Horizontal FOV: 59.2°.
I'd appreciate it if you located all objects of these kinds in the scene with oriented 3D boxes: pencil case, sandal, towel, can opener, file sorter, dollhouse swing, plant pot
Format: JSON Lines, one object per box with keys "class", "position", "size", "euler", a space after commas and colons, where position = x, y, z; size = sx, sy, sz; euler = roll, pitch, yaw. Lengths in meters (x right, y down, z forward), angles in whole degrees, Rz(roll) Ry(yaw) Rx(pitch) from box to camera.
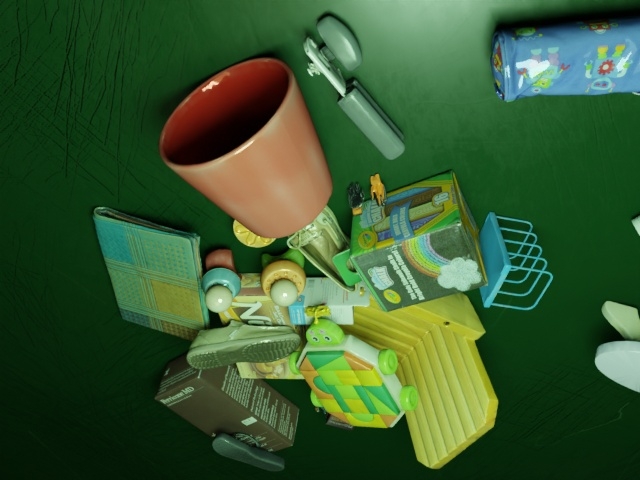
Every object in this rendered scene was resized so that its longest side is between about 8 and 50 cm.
{"class": "pencil case", "position": [0.435, -0.292, 0.916], "size": [0.307, 0.119, 0.133], "euler": [-2, 131, 9]}
{"class": "sandal", "position": [-0.207, 0.595, 1.607], "size": [0.097, 0.054, 0.254], "euler": [-24, 133, 33]}
{"class": "towel", "position": [-0.398, 0.095, 1.364], "size": [0.272, 0.040, 0.369], "euler": [15, 133, 14]}
{"class": "can opener", "position": [0.070, -0.265, 1.014], "size": [0.093, 0.074, 0.280], "euler": [-28, 121, 26]}
{"class": "file sorter", "position": [0.393, 0.045, 1.169], "size": [0.105, 0.170, 0.118], "euler": [10, 130, -5]}
{"class": "dollhouse swing", "position": [0.192, 0.310, 1.326], "size": [0.315, 0.304, 0.346], "euler": [23, 129, -12]}
{"class": "plant pot", "position": [-0.114, -0.149, 1.027], "size": [0.275, 0.274, 0.243], "euler": [-16, 136, 19]}

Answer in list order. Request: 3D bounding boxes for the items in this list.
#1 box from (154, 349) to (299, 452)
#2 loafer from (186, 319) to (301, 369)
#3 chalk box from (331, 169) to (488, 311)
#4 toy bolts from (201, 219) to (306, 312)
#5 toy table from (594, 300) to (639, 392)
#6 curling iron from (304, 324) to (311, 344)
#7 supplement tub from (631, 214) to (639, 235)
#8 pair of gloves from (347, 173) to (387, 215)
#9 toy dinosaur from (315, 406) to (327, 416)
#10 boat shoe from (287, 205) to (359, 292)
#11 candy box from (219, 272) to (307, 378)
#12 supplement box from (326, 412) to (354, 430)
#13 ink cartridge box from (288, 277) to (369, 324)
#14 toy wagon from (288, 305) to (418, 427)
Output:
{"class": "box", "position": [-0.258, 0.470, 1.624], "size": [0.191, 0.143, 0.381], "euler": [-31, 118, 28]}
{"class": "loafer", "position": [-0.182, 0.235, 1.337], "size": [0.269, 0.092, 0.101], "euler": [-5, 138, -9]}
{"class": "chalk box", "position": [0.171, 0.014, 1.167], "size": [0.289, 0.179, 0.180], "euler": [-17, 126, 21]}
{"class": "toy bolts", "position": [-0.162, 0.061, 1.229], "size": [0.229, 0.158, 0.218], "euler": [-19, 120, 7]}
{"class": "toy table", "position": [0.762, 0.240, 1.253], "size": [0.275, 0.160, 0.252], "euler": [23, 146, 3]}
{"class": "curling iron", "position": [-0.025, 0.211, 1.435], "size": [0.035, 0.068, 0.273], "euler": [0, 124, 9]}
{"class": "supplement tub", "position": [0.691, -0.037, 1.125], "size": [0.107, 0.071, 0.071], "euler": [-32, 119, 28]}
{"class": "pair of gloves", "position": [0.096, -0.093, 1.162], "size": [0.083, 0.074, 0.010], "euler": [-18, 162, 22]}
{"class": "toy dinosaur", "position": [0.022, 0.519, 1.692], "size": [0.082, 0.047, 0.090], "euler": [22, 142, 13]}
{"class": "boat shoe", "position": [0.000, 0.000, 1.231], "size": [0.105, 0.089, 0.285], "euler": [-34, 118, 29]}
{"class": "candy box", "position": [-0.141, 0.224, 1.435], "size": [0.183, 0.087, 0.316], "euler": [-2, 128, 9]}
{"class": "supplement box", "position": [0.081, 0.428, 1.565], "size": [0.081, 0.104, 0.188], "euler": [16, 129, -5]}
{"class": "ink cartridge box", "position": [0.024, 0.139, 1.302], "size": [0.182, 0.104, 0.061], "euler": [-1, 125, 6]}
{"class": "toy wagon", "position": [0.052, 0.293, 1.274], "size": [0.268, 0.068, 0.344], "euler": [-10, 123, 35]}
